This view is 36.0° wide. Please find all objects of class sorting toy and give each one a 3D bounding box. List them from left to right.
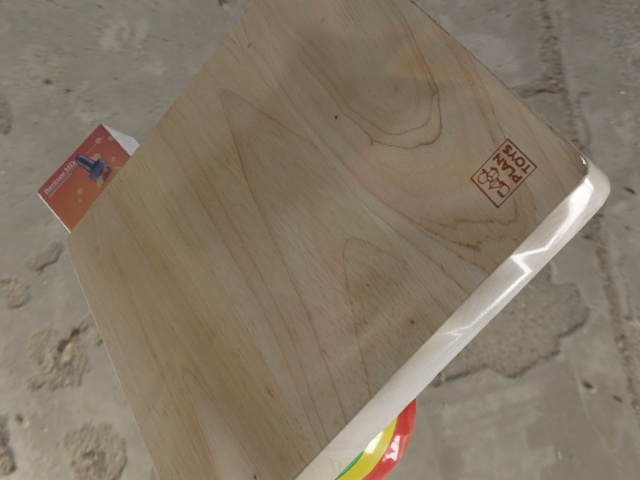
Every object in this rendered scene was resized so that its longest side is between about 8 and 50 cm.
[{"bbox_3d":[0.000,0.000,0.534,0.255,0.257,0.089,-48,136,14],"label":"sorting toy"}]

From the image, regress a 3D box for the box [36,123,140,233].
[{"bbox_3d":[-0.257,-0.043,1.281,0.130,0.091,0.170,-46,74,7],"label":"box"}]
